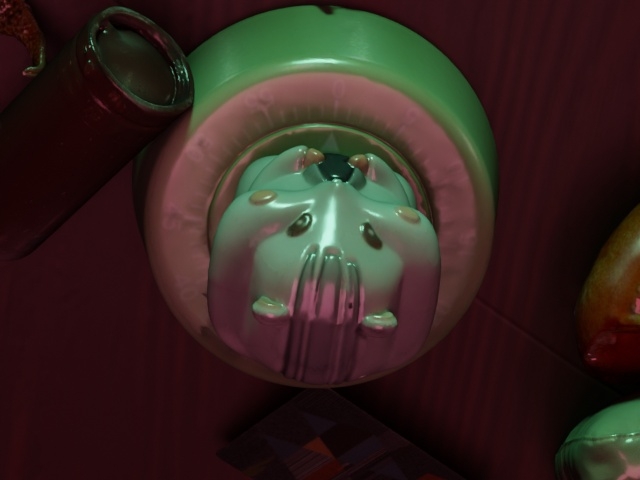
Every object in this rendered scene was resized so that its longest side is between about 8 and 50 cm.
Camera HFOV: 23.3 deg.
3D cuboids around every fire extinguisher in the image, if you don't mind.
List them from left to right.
[{"bbox_3d":[-0.210,-0.054,1.152,0.105,0.104,0.269,43,125,-14],"label":"fire extinguisher"}]

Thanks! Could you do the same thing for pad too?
[{"bbox_3d":[0.035,0.200,1.279,0.211,0.003,0.143,35,131,-21],"label":"pad"}]

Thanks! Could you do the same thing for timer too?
[{"bbox_3d":[0.000,0.000,1.095,0.291,0.315,0.290,0,107,-1],"label":"timer"}]

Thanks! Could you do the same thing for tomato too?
[{"bbox_3d":[0.304,0.019,1.185,0.233,0.139,0.200,-20,155,32],"label":"tomato"}]

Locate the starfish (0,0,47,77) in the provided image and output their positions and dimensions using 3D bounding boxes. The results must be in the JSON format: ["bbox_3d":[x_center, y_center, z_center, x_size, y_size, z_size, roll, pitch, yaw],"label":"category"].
[{"bbox_3d":[-0.272,-0.166,1.157,0.146,0.074,0.189,6,109,-5],"label":"starfish"}]

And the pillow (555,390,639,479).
[{"bbox_3d":[0.349,0.155,1.204,0.322,0.255,0.119,-9,80,2],"label":"pillow"}]
